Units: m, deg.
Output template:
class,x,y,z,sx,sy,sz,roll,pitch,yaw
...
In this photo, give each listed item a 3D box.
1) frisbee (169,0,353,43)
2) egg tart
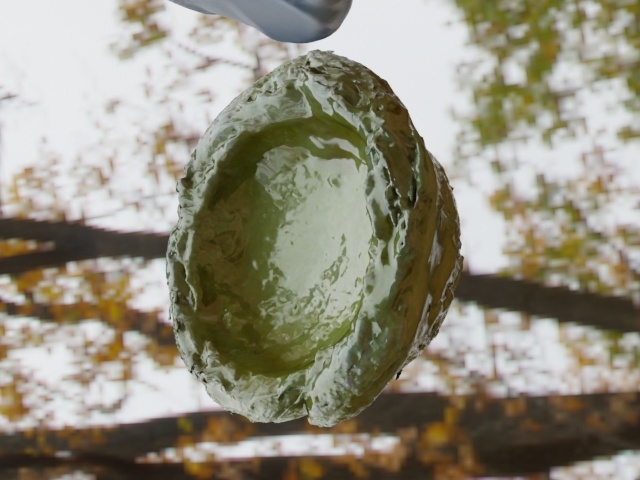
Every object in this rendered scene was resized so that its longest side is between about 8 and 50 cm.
class,x,y,z,sx,sy,sz,roll,pitch,yaw
frisbee,-0.111,-0.144,0.516,0.049,0.289,0.289,-48,-56,-6
egg tart,0.000,0.000,0.975,0.078,0.197,0.197,7,-100,-44
